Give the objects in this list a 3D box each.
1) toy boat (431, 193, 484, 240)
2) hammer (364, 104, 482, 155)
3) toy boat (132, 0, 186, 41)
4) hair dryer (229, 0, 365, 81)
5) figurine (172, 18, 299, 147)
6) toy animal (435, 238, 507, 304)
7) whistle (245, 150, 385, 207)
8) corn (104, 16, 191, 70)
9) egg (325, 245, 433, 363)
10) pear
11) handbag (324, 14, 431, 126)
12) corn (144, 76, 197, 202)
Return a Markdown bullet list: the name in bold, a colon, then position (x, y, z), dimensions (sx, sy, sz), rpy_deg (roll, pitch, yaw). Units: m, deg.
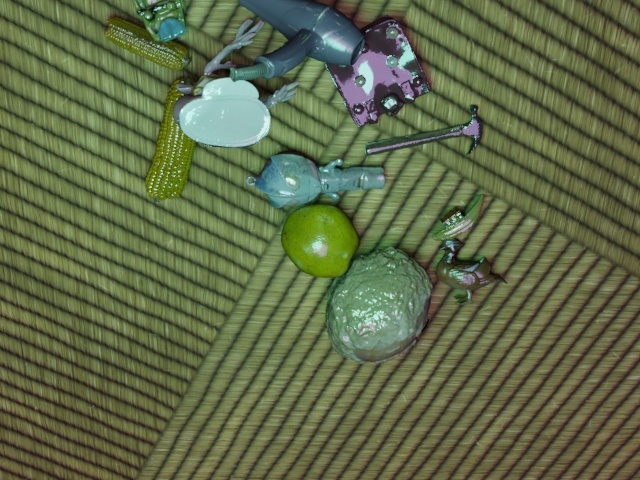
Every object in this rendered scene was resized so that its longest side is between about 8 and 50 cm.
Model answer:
- **toy boat**: position (0.361, -0.056, 1.768), dimensions (0.172, 0.065, 0.066), rpy_deg (-39, 88, 10)
- **hammer**: position (0.257, -0.255, 1.704), dimensions (0.297, 0.027, 0.125), rpy_deg (-10, 107, 2)
- **toy boat**: position (-0.382, -0.590, 1.533), dimensions (0.111, 0.084, 0.276), rpy_deg (-19, 107, 9)
- **hair dryer**: position (-0.098, -0.427, 1.444), dimensions (0.301, 0.361, 0.121), rpy_deg (30, 133, 9)
- **figurine**: position (-0.185, -0.325, 1.521), dimensions (0.284, 0.315, 0.206), rpy_deg (-31, 120, -2)
- **toy animal**: position (0.400, 0.076, 1.813), dimensions (0.188, 0.089, 0.179), rpy_deg (-3, 97, 6)
- **whistle**: position (-0.013, -0.154, 1.696), dimensions (0.346, 0.133, 0.142), rpy_deg (-4, 109, -10)
- **corn**: position (-0.403, -0.457, 1.589), dimensions (0.207, 0.068, 0.068), rpy_deg (22, 110, -11)
- **egg**: position (0.147, 0.172, 1.751), dimensions (0.279, 0.279, 0.310), rpy_deg (36, 81, -14)
- **pear**: position (0.001, -0.001, 1.719), dimensions (0.198, 0.198, 0.198), rpy_deg (0, 112, -1)
- **handbag**: position (0.133, -0.397, 1.621), dimensions (0.203, 0.074, 0.216), rpy_deg (-26, 109, 11)
- **corn**: position (-0.350, -0.243, 1.659), dimensions (0.102, 0.102, 0.313), rpy_deg (18, 109, -8)
